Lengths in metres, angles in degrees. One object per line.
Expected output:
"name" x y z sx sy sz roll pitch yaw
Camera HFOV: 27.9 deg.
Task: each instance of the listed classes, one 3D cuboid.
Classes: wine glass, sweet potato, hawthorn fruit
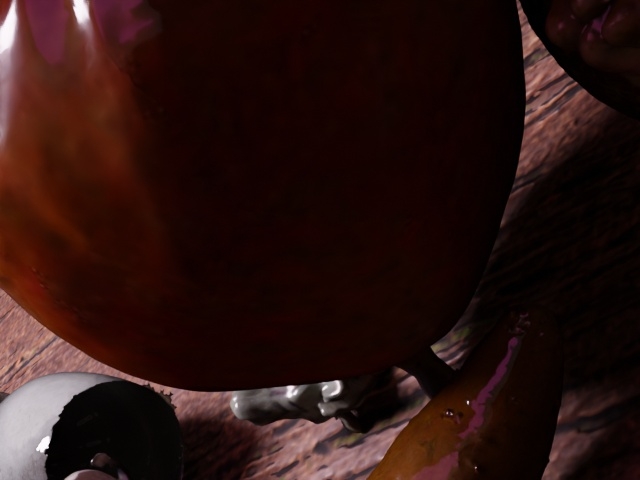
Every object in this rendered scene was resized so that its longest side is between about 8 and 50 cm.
"wine glass" -0.194 0.157 0.912 0.241 0.126 0.126 -14 49 55
"sweet potato" 0.006 0.188 0.587 0.359 0.112 0.112 -58 28 -10
"hawthorn fruit" -0.040 -0.076 0.623 0.308 0.325 0.308 -8 68 20

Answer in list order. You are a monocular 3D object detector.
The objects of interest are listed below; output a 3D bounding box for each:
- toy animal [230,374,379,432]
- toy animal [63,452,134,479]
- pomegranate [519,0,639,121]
"toy animal" -0.015 0.003 0.833 0.170 0.090 0.255 -1 66 34
"toy animal" -0.171 0.269 0.685 0.249 0.174 0.289 -31 -20 -30
"pomegranate" 0.165 -0.132 0.558 0.214 0.214 0.248 -21 17 46
